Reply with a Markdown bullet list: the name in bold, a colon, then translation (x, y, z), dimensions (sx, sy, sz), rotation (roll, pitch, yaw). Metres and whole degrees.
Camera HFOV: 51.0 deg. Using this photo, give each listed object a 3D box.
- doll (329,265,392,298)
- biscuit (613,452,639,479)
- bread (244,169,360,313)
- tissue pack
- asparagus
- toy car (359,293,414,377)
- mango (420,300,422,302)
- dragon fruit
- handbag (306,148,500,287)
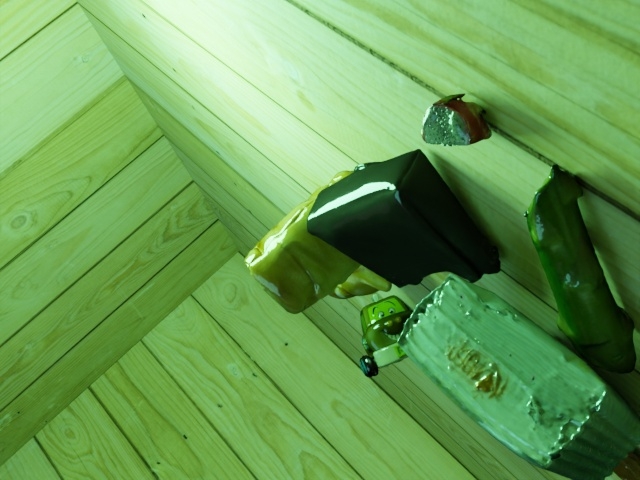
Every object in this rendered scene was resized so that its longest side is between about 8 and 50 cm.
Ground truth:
- **doll**: translation (0.079, 0.053, 1.536), dimensions (0.269, 0.162, 0.167), rotation (153, 106, -83)
- **biscuit**: translation (0.558, 0.408, 1.297), dimensions (0.192, 0.036, 0.186), rotation (46, 171, 6)
- **bread**: translation (0.000, 0.000, 1.310), dimensions (0.167, 0.294, 0.132), rotation (50, 173, -15)
- **tissue pack**: translation (0.325, 0.231, 1.039), dimensions (0.287, 0.162, 0.388), rotation (39, -177, 39)
- **asparagus**: translation (0.319, 0.040, 0.838), dimensions (0.343, 0.082, 0.085), rotation (55, 170, -28)
- **toy car**: translation (0.179, 0.238, 1.786), dimensions (0.248, 0.204, 0.198), rotation (97, 152, -77)
- **mango**: translation (0.279, 0.202, 1.491), dimensions (0.115, 0.089, 0.165), rotation (48, 170, 49)
- **dragon fruit**: translation (0.166, -0.149, 0.821), dimensions (0.083, 0.056, 0.060), rotation (15, 124, 56)
- **handbag**: translation (0.139, -0.016, 1.129), dimensions (0.257, 0.113, 0.285), rotation (42, 150, -20)
